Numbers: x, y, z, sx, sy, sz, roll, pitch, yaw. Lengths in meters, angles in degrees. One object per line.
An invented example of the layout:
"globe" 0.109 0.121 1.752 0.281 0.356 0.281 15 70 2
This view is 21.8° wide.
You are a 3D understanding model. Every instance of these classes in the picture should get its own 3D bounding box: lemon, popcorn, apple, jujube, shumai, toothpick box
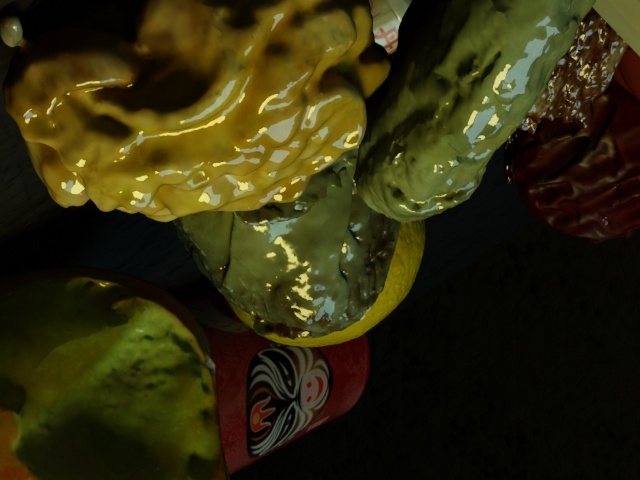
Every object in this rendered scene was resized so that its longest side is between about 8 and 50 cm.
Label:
"lemon" 0.000 0.000 1.424 0.178 0.178 0.203 -38 -178 40
"popcorn" -0.062 -0.078 0.870 0.194 0.140 0.163 -29 167 -4
"apple" -0.215 0.187 1.243 0.339 0.339 0.339 -31 172 -5
"jujube" 0.339 -0.137 1.635 0.258 0.258 0.377 -26 -179 -32
"shumai" -0.017 -0.020 1.218 0.184 0.184 0.142 -31 173 -2
"toothpick box" -0.124 0.158 1.822 0.333 0.204 0.204 -21 167 -47

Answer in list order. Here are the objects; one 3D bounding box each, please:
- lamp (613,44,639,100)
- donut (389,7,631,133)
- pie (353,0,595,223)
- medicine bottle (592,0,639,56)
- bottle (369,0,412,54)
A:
"lamp" 0.316 -0.192 1.263 0.227 0.227 0.227 -31 172 -5
"donut" 0.132 -0.147 1.254 0.126 0.186 0.144 -18 128 -36
"pie" 0.103 -0.153 0.889 0.306 0.071 0.306 -60 -171 15
"medicine bottle" 0.291 -0.151 1.084 0.111 0.296 0.161 -23 154 -39
"bottle" 0.028 -0.143 1.072 0.217 0.060 0.060 -33 172 4
